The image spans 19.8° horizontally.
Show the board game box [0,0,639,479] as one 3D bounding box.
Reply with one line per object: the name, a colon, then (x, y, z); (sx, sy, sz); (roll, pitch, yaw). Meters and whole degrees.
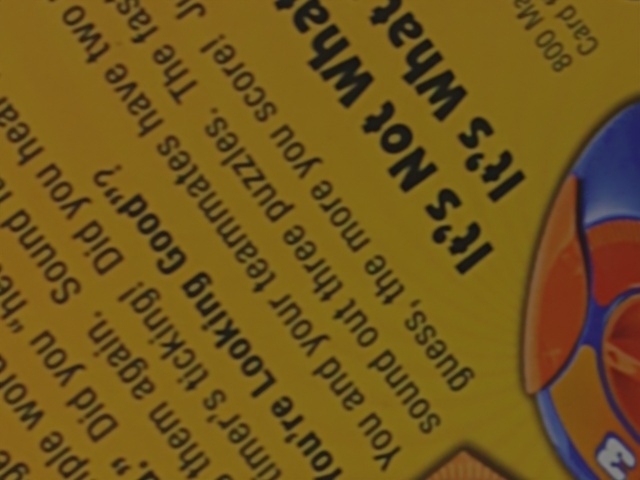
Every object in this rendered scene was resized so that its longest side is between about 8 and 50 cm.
board game box: (0.006, 0.038, 0.565); (0.356, 0.356, 0.356); (54, -15, -6)
